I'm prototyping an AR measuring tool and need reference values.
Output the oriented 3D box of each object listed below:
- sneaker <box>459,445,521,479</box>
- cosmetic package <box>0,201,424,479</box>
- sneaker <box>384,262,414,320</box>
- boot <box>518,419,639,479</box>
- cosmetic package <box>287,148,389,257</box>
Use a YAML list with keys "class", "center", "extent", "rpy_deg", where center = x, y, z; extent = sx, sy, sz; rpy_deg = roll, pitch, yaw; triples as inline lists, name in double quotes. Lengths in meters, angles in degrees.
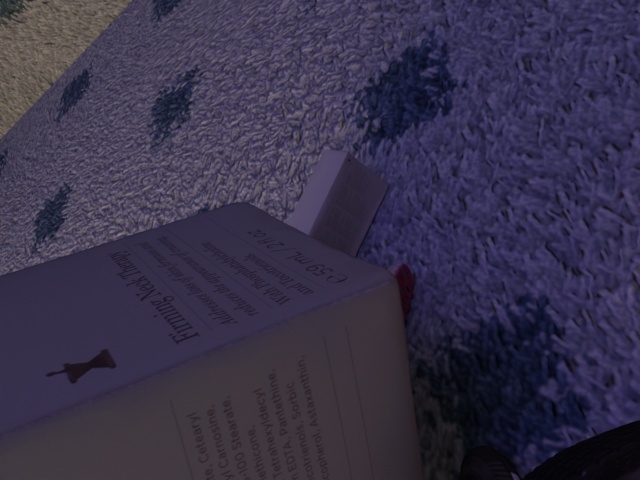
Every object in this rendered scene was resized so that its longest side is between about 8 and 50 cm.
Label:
- class: "sneaker"
  center: [0.137, 0.298, 0.586]
  extent: [0.078, 0.106, 0.234]
  rpy_deg: [-27, 48, 46]
- class: "cosmetic package"
  center: [-0.154, 0.194, 0.623]
  extent: [0.393, 0.328, 0.329]
  rpy_deg: [-19, 23, -25]
- class: "sneaker"
  center: [0.060, 0.106, 0.830]
  extent: [0.074, 0.063, 0.170]
  rpy_deg: [-1, 60, 45]
- class: "boot"
  center: [0.213, 0.300, 0.504]
  extent: [0.338, 0.118, 0.223]
  rpy_deg: [-30, 75, -14]
- class: "cosmetic package"
  center: [0.000, 0.000, 0.929]
  extent: [0.060, 0.099, 0.239]
  rpy_deg: [17, 77, 49]
